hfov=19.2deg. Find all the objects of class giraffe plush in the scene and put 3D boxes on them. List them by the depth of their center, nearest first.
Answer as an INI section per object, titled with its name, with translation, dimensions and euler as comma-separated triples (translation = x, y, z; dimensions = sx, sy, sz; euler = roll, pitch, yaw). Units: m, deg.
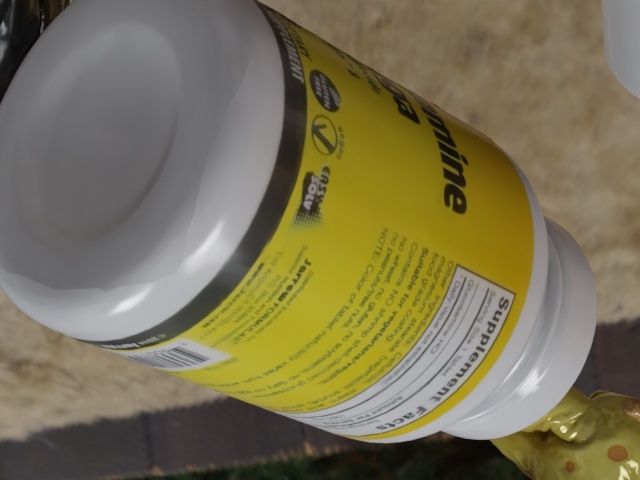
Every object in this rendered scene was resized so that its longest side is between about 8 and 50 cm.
[giraffe plush]
translation = 0.191, 0.195, 1.414
dimensions = 0.210, 0.181, 0.170
euler = 11, 87, 36

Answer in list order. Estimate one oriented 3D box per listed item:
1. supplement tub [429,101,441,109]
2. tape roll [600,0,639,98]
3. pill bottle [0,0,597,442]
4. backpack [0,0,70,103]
[supplement tub]
translation = -0.003, -0.048, 1.350
dimensions = 0.190, 0.117, 0.117
euler = -7, 79, -25
[tape roll]
translation = 0.312, -0.211, 1.305
dimensions = 0.246, 0.169, 0.246
euler = -7, 37, 6
[pill bottle]
translation = 0.000, 0.000, 1.006
dimensions = 0.188, 0.334, 0.188
euler = -17, 62, 36
[backpack]
translation = -0.308, -0.070, 1.352
dimensions = 0.273, 0.290, 0.355
euler = 2, 116, -4
